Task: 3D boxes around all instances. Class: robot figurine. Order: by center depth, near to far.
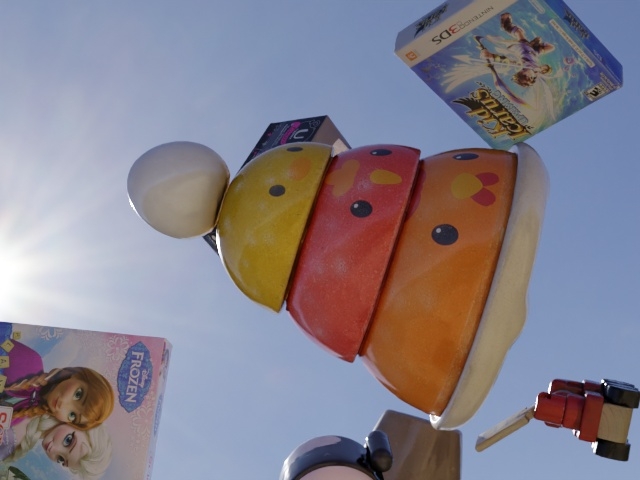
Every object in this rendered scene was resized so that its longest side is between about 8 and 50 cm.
[{"bbox_3d":[0.022,0.404,1.902,0.174,0.209,0.278,-1,8,-2],"label":"robot figurine"}]

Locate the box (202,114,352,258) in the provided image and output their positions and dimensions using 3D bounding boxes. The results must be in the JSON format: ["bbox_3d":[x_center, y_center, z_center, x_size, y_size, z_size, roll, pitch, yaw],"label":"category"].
[{"bbox_3d":[-0.046,-0.053,1.965,0.142,0.247,0.163,-2,-43,45],"label":"box"}]

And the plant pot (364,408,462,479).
[{"bbox_3d":[0.158,0.435,2.243,0.263,0.263,0.229,22,-97,-48],"label":"plant pot"}]

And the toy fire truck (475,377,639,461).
[{"bbox_3d":[0.400,0.301,2.094,0.246,0.158,0.217,12,0,10],"label":"toy fire truck"}]

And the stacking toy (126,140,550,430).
[{"bbox_3d":[0.000,0.000,1.449,0.480,0.350,0.350,16,-39,0],"label":"stacking toy"}]

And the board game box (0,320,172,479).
[{"bbox_3d":[-0.420,0.299,1.989,0.318,0.318,0.066,5,-17,5],"label":"board game box"}]

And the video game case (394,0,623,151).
[{"bbox_3d":[0.294,-0.281,1.931,0.244,0.061,0.269,-29,-57,37],"label":"video game case"}]
